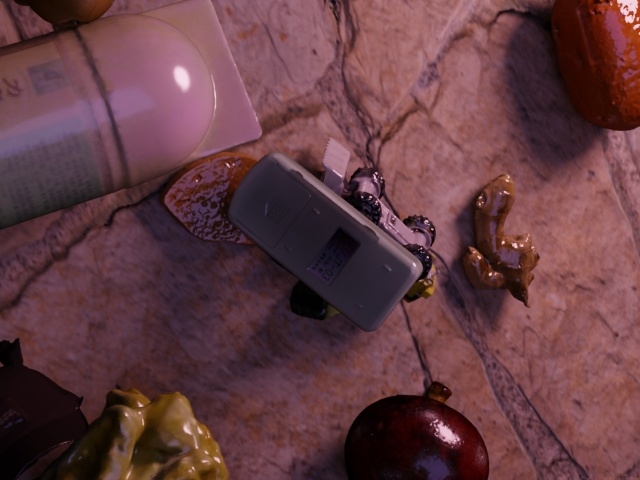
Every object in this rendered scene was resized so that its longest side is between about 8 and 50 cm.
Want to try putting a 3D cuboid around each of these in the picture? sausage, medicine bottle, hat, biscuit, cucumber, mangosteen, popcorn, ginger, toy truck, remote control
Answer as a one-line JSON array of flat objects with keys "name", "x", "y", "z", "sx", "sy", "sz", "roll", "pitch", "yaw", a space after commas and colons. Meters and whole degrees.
[{"name": "sausage", "x": 0.468, "y": -0.303, "z": 1.882, "sx": 0.141, "sy": 0.153, "sz": 0.268, "roll": -23, "pitch": 106, "yaw": -15}, {"name": "medicine bottle", "x": -0.304, "y": -0.181, "z": 1.594, "sx": 0.406, "sy": 0.236, "sz": 0.235, "roll": -20, "pitch": 105, "yaw": -14}, {"name": "hat", "x": -0.456, "y": 0.249, "z": 1.581, "sx": 0.209, "sy": 0.336, "sz": 0.238, "roll": 47, "pitch": 73, "yaw": -9}, {"name": "biscuit", "x": -0.136, "y": -0.064, "z": 1.781, "sx": 0.221, "sy": 0.029, "sz": 0.141, "roll": 2, "pitch": 99, "yaw": -19}, {"name": "cucumber", "x": 0.023, "y": 0.080, "z": 1.819, "sx": 0.117, "sy": 0.115, "sz": 0.062, "roll": -17, "pitch": 103, "yaw": -24}, {"name": "mangosteen", "x": 0.159, "y": 0.333, "z": 1.871, "sx": 0.235, "sy": 0.236, "sz": 0.261, "roll": 48, "pitch": 40, "yaw": -19}, {"name": "popcorn", "x": -0.257, "y": 0.368, "z": 1.663, "sx": 0.312, "sy": 0.312, "sz": 0.312, "roll": -3, "pitch": 100, "yaw": -18}, {"name": "ginger", "x": 0.307, "y": -0.002, "z": 1.929, "sx": 0.133, "sy": 0.059, "sz": 0.214, "roll": 8, "pitch": 95, "yaw": -12}, {"name": "toy truck", "x": 0.080, "y": -0.024, "z": 1.811, "sx": 0.111, "sy": 0.136, "sz": 0.286, "roll": -38, "pitch": 106, "yaw": 23}, {"name": "remote control", "x": 0.000, "y": 0.000, "z": 1.722, "sx": 0.296, "sy": 0.056, "sz": 0.140, "roll": 39, "pitch": 106, "yaw": 8}]

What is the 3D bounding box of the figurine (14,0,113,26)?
[{"name": "figurine", "x": -0.333, "y": -0.421, "z": 1.523, "sx": 0.167, "sy": 0.342, "sz": 0.284, "roll": 1, "pitch": 77, "yaw": -31}]
